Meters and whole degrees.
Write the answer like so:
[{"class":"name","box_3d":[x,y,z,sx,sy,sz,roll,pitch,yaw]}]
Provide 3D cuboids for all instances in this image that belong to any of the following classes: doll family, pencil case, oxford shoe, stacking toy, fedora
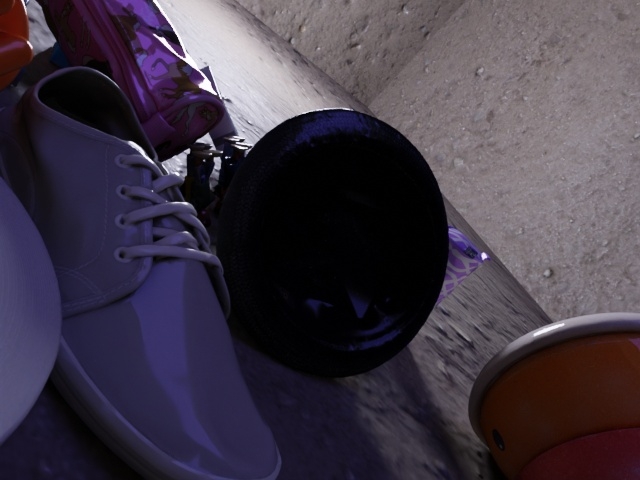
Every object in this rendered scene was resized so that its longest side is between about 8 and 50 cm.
[{"class":"doll family","box_3d":[-0.133,-0.069,0.835,0.076,0.111,0.193,14,19,23]},{"class":"pencil case","box_3d":[-0.263,-0.274,0.794,0.167,0.160,0.386,-26,85,-48]},{"class":"oxford shoe","box_3d":[-0.157,0.006,0.545,0.169,0.130,0.449,21,29,-57]},{"class":"pencil case","box_3d":[0.168,0.070,1.029,0.088,0.206,0.086,33,25,-16]},{"class":"stacking toy","box_3d":[0.372,0.353,0.762,0.351,0.351,0.479,36,34,-25]},{"class":"fedora","box_3d":[0.000,0.000,0.800,0.334,0.333,0.153,32,-10,-35]}]

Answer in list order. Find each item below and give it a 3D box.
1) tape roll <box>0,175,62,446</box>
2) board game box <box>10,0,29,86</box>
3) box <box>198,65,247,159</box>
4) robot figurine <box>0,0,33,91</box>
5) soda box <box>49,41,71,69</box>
[{"class":"tape roll","box_3d":[-0.315,-0.011,0.310,0.392,0.072,0.392,39,18,-15]},{"class":"board game box","box_3d":[-0.408,-0.269,0.745,0.194,0.060,0.194,51,18,25]},{"class":"box","box_3d":[-0.138,-0.148,0.979,0.145,0.038,0.186,-114,-178,-51]},{"class":"robot figurine","box_3d":[-0.329,-0.179,0.530,0.220,0.128,0.158,22,-8,31]},{"class":"soda box","box_3d":[-0.278,-0.234,0.956,0.210,0.067,0.071,33,20,-32]}]
